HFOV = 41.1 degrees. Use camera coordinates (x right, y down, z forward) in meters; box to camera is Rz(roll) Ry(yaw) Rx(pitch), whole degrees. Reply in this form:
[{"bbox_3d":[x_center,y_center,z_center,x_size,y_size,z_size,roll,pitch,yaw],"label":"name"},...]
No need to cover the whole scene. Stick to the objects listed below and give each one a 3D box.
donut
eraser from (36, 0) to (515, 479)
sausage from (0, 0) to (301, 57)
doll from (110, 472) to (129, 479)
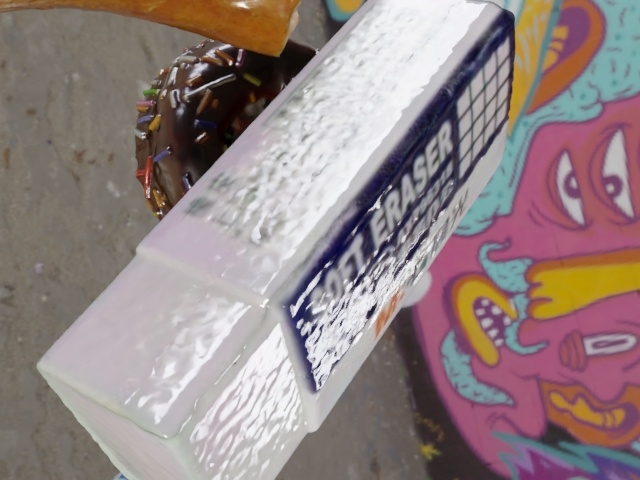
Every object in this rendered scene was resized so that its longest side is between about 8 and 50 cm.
[{"bbox_3d":[-0.052,-0.083,0.770,0.235,0.089,0.235,4,81,-22],"label":"donut"},{"bbox_3d":[0.000,0.000,0.442,0.287,0.086,0.130,-52,150,-27],"label":"eraser"},{"bbox_3d":[-0.154,-0.141,0.438,0.076,0.302,0.103,-165,-110,-71],"label":"sausage"},{"bbox_3d":[-0.191,0.390,0.994,0.215,0.161,0.257,114,-34,-53],"label":"doll"}]
